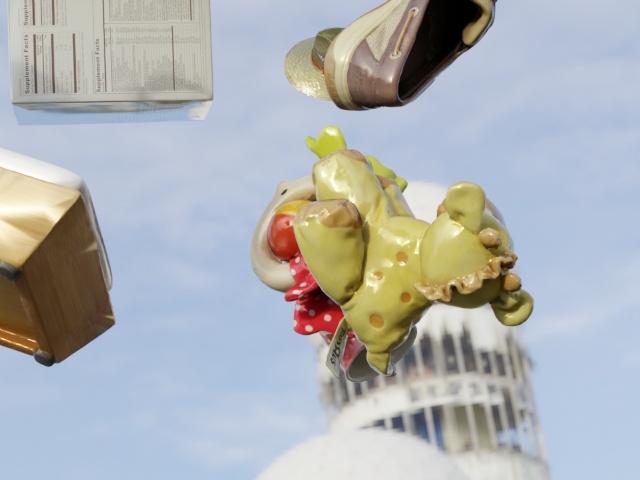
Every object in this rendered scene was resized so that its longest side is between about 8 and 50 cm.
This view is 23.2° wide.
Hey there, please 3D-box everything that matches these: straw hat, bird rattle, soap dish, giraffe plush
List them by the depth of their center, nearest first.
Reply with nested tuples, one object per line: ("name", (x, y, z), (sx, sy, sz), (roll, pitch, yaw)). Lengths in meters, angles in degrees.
("giraffe plush", (0.091, 0.011, 1.360), (0.170, 0.210, 0.181), (-18, -39, 28))
("soap dish", (-0.358, 0.000, 1.542), (0.290, 0.118, 0.229), (17, -32, 13))
("bird rattle", (0.000, 0.000, 1.915), (0.207, 0.254, 0.143), (-3, -23, 46))
("straw hat", (0.023, -0.252, 2.090), (0.144, 0.144, 0.061), (-4, -41, -9))

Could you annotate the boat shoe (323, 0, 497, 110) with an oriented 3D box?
("boat shoe", (0.150, -0.259, 1.766), (0.123, 0.342, 0.123), (12, -45, 43))

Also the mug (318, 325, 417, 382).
("mug", (0.047, 0.077, 2.080), (0.150, 0.169, 0.113), (-50, -31, 20))

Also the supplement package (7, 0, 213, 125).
("supplement package", (-0.284, -0.267, 2.104), (0.262, 0.198, 0.199), (-2, -4, -8))
